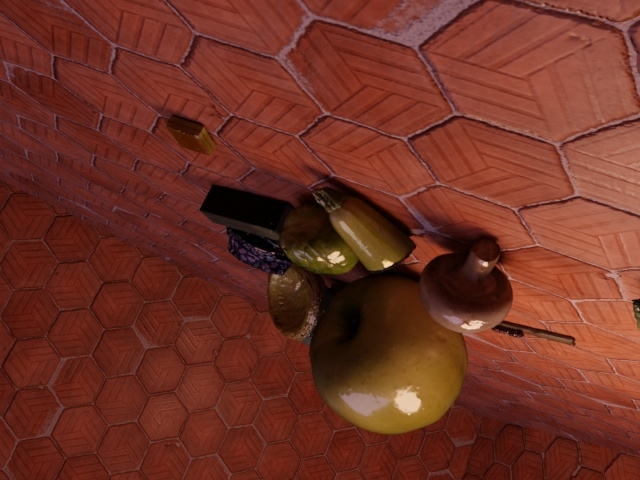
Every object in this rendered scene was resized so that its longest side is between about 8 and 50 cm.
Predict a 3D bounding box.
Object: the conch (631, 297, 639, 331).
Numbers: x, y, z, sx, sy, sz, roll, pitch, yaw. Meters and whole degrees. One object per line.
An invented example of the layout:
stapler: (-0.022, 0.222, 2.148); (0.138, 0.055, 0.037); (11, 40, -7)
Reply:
conch: (0.677, 0.156, 1.205); (0.200, 0.080, 0.095); (11, 156, -18)

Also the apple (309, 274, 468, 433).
apple: (0.205, 0.333, 1.796); (0.473, 0.474, 0.474); (22, 165, 6)

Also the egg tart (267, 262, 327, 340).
egg tart: (-0.072, 0.186, 2.115); (0.120, 0.315, 0.314); (-2, -177, -37)

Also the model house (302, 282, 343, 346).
model house: (0.126, 0.341, 2.187); (0.329, 0.252, 0.295); (26, 171, 47)

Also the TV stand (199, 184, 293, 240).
TV stand: (-0.196, -0.075, 1.690); (0.269, 0.088, 0.083); (15, 161, 30)

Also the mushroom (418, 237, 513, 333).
mushroom: (0.323, 0.087, 1.341); (0.207, 0.207, 0.215); (21, 133, 10)

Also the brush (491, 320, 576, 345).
brush: (0.600, 0.269, 1.768); (0.247, 0.036, 0.043); (11, 164, 40)

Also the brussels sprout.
brussels sprout: (0.000, 0.000, 1.527); (0.223, 0.161, 0.223); (22, -178, -1)

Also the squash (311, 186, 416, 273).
squash: (0.094, -0.023, 1.381); (0.137, 0.137, 0.287); (7, 155, 46)

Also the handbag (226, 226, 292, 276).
handbag: (-0.183, 0.012, 1.892); (0.228, 0.127, 0.208); (24, 158, -1)

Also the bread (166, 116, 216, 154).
bread: (-0.291, -0.235, 1.396); (0.090, 0.035, 0.094); (20, 164, 15)
